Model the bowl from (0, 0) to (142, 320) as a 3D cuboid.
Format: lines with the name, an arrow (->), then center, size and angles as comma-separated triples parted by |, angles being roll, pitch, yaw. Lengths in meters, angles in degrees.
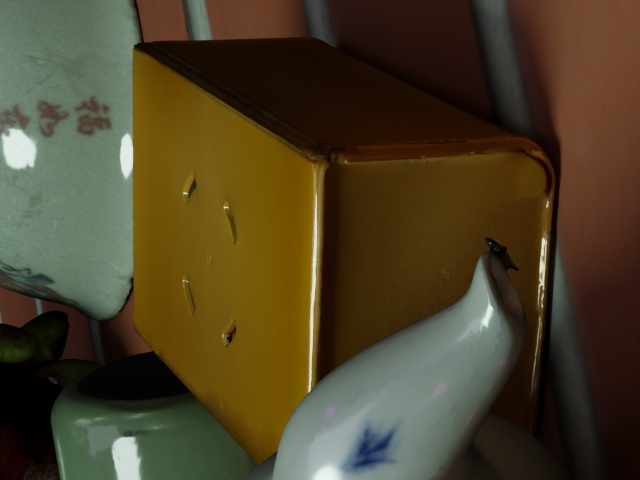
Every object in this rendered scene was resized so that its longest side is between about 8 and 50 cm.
bowl -> -0.318, -0.126, 1.587 | 0.435, 0.196, 0.434 | 172, 90, -66

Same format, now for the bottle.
bottle -> -0.087, 0.258, 1.213 | 0.168, 0.168, 0.347 | -166, 67, -65

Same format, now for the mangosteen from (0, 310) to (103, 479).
mangosteen -> -0.294, 0.232, 1.530 | 0.311, 0.311, 0.311 | 173, 90, -66

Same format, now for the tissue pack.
tissue pack -> 0.000, 0.000, 0.965 | 0.274, 0.145, 0.194 | -144, 50, -58

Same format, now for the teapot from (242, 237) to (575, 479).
teapot -> 0.078, 0.196, 0.746 | 0.252, 0.280, 0.424 | -65, -38, -60
